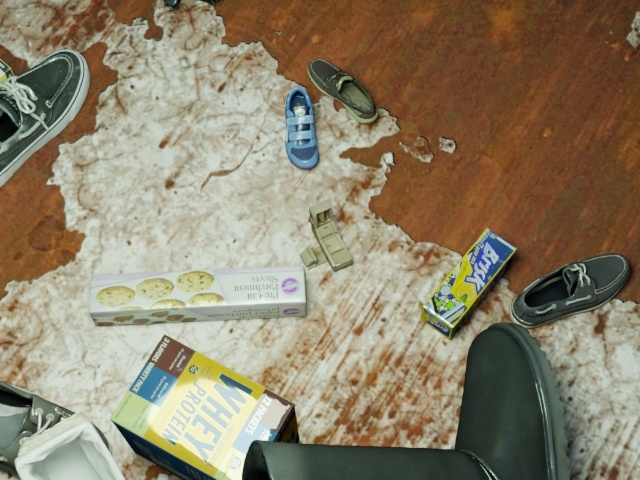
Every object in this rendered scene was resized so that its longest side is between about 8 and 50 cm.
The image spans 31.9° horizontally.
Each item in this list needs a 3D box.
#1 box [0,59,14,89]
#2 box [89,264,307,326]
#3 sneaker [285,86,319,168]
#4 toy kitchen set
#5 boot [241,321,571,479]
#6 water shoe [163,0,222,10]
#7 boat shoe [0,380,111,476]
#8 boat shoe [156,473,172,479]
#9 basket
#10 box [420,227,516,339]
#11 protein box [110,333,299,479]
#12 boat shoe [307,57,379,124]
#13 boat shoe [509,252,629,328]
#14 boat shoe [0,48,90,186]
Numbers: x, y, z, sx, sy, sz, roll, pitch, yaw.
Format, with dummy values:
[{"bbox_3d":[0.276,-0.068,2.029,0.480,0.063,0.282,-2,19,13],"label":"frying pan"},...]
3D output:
[{"bbox_3d":[-0.614,-0.219,1.831,0.087,0.058,0.232,41,72,16],"label":"box"},{"bbox_3d":[-0.183,0.083,1.686,0.324,0.063,0.067,-2,66,-1],"label":"box"},{"bbox_3d":[-0.033,-0.183,1.813,0.053,0.059,0.144,-7,66,-6],"label":"sneaker"},{"bbox_3d":[0.000,0.000,1.718,0.068,0.075,0.083,-24,63,-9],"label":"toy kitchen set"},{"bbox_3d":[0.105,0.283,1.467,0.445,0.146,0.367,0,64,-23],"label":"boot"},{"bbox_3d":[-0.177,-0.447,1.943,0.203,0.073,0.080,-11,87,-1],"label":"water shoe"},{"bbox_3d":[-0.462,0.255,1.588,0.335,0.095,0.112,18,66,8],"label":"boat shoe"},{"bbox_3d":[-0.211,0.414,1.534,0.063,0.066,0.184,9,62,-11],"label":"boat shoe"},{"bbox_3d":[-0.326,0.329,1.515,0.113,0.103,0.167,-29,102,-13],"label":"basket"},{"bbox_3d":[0.225,0.065,1.699,0.059,0.054,0.169,36,70,16],"label":"box"},{"bbox_3d":[-0.150,0.258,1.528,0.201,0.200,0.136,26,69,12],"label":"protein box"},{"bbox_3d":[0.039,-0.256,1.852,0.152,0.049,0.056,41,72,17],"label":"boat shoe"},{"bbox_3d":[0.383,0.070,1.690,0.206,0.065,0.075,-24,67,-11],"label":"boat shoe"},{"bbox_3d":[-0.490,-0.207,1.799,0.113,0.105,0.306,37,70,16],"label":"boat shoe"}]
